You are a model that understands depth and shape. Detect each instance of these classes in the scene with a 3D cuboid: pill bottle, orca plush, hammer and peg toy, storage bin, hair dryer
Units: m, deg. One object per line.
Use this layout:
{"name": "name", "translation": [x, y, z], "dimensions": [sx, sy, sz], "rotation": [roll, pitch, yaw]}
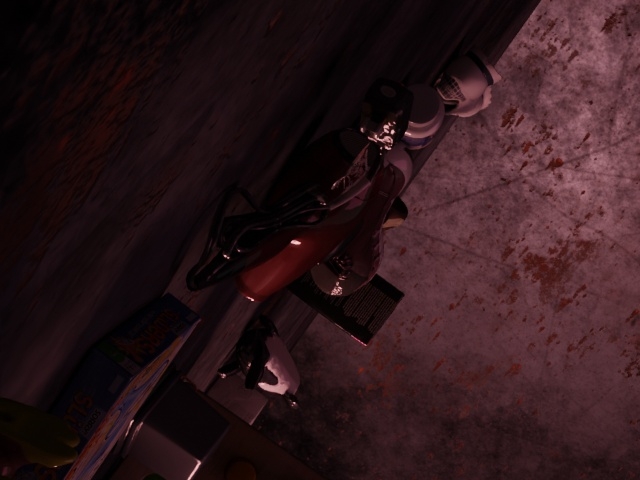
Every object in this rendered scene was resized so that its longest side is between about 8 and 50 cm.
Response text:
{"name": "pill bottle", "translation": [0.116, -0.153, 1.478], "dimensions": [0.067, 0.067, 0.120], "rotation": [-53, 176, -5]}
{"name": "orca plush", "translation": [-0.102, 0.202, 1.828], "dimensions": [0.102, 0.151, 0.287], "rotation": [-22, 180, 3]}
{"name": "hammer and peg toy", "translation": [-0.170, 0.385, 1.475], "dimensions": [0.361, 0.266, 0.127], "rotation": [-54, -166, -1]}
{"name": "storage bin", "translation": [-0.153, 0.205, 1.311], "dimensions": [0.098, 0.091, 0.135], "rotation": [-51, 176, -34]}
{"name": "hair dryer", "translation": [-0.038, -0.023, 1.013], "dimensions": [0.224, 0.080, 0.293], "rotation": [-35, 165, -16]}

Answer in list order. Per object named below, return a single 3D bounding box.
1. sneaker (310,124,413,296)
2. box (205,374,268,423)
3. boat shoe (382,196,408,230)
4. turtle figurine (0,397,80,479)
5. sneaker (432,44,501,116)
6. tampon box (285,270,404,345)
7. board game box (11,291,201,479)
{"name": "sneaker", "translation": [0.000, 0.000, 1.363], "dimensions": [0.162, 0.106, 0.281], "rotation": [-44, 161, -35]}
{"name": "box", "translation": [-0.200, 0.351, 2.052], "dimensions": [0.169, 0.087, 0.290], "rotation": [-50, 175, -34]}
{"name": "boat shoe", "translation": [0.045, -0.037, 1.634], "dimensions": [0.095, 0.095, 0.257], "rotation": [-40, 173, 14]}
{"name": "turtle figurine", "translation": [-0.203, 0.189, 0.638], "dimensions": [0.217, 0.087, 0.269], "rotation": [-62, 165, 18]}
{"name": "sneaker", "translation": [0.214, -0.236, 1.907], "dimensions": [0.095, 0.090, 0.235], "rotation": [-40, 171, -4]}
{"name": "tampon box", "translation": [0.036, 0.078, 1.878], "dimensions": [0.101, 0.161, 0.120], "rotation": [-53, 176, -2]}
{"name": "board game box", "translation": [-0.175, 0.141, 0.901], "dimensions": [0.201, 0.035, 0.136], "rotation": [-55, 176, 21]}
